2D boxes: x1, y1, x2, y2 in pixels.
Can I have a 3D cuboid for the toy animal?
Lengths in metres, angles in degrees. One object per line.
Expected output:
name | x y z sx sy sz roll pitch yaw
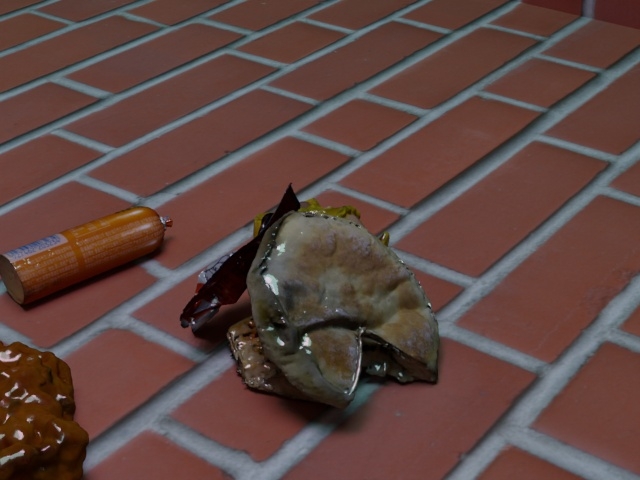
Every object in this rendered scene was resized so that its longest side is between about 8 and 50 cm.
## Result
toy animal | -0.003 0.001 1.892 0.230 0.156 0.156 4 30 27

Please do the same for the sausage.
sausage | -0.386 0.013 1.905 0.312 0.093 0.093 -24 39 -34

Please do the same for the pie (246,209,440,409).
pie | 0.036 0.095 1.654 0.338 0.075 0.337 21 48 -26

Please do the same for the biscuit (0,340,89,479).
biscuit | -0.480 0.245 1.504 0.318 0.110 0.312 -9 31 -14

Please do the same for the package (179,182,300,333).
package | -0.118 0.034 1.729 0.269 0.071 0.194 -45 1 -6

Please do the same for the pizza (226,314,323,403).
pizza | -0.055 0.166 1.676 0.147 0.069 0.226 -6 32 -14
